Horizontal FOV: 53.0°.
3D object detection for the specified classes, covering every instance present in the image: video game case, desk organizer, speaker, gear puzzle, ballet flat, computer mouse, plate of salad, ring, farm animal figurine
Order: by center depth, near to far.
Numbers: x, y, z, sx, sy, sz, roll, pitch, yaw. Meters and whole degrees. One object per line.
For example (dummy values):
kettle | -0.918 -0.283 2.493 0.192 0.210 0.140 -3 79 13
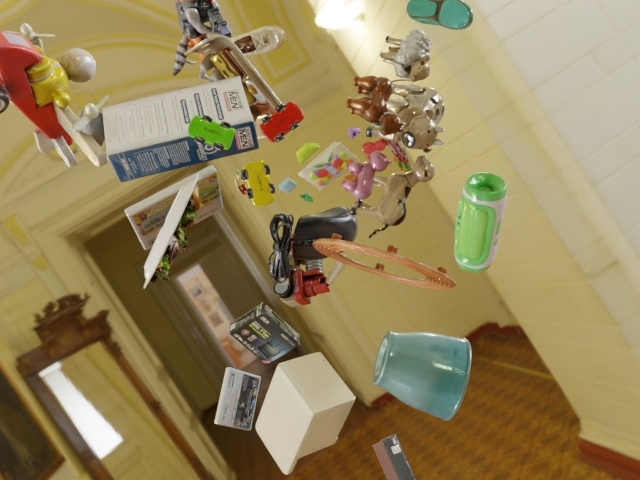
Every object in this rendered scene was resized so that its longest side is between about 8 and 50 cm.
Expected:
plate of salad | -0.225 -0.013 1.004 0.199 0.048 0.199 -57 17 27
farm animal figurine | 0.176 -0.213 1.308 0.330 0.172 0.326 83 -152 -47
ring | 0.146 0.048 1.464 0.336 0.337 0.032 148 141 -78
video game case | -0.345 -0.076 1.548 0.227 0.026 0.206 -30 -18 -15
desk organizer | 0.181 0.548 1.565 0.047 0.130 0.050 -11 -25 -32
computer mouse | 0.000 0.000 1.592 0.272 0.188 0.072 -19 34 -34
ballet flat | 0.360 -0.653 1.842 0.087 0.083 0.247 -3 24 -41
speaker | 0.468 -0.049 1.888 0.131 0.131 0.296 -33 -41 -32
video game case | -0.285 0.551 2.225 0.022 0.190 0.173 -4 -23 36
gear puzzle | 0.250 -0.315 2.246 0.044 0.175 0.339 -38 -18 4

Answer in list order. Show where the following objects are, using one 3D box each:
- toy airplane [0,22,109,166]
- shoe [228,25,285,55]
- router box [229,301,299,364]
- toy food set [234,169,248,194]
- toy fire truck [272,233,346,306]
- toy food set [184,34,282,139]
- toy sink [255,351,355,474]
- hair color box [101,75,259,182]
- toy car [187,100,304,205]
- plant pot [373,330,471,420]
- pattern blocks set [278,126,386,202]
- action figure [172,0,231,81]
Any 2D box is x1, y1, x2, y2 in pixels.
toy airplane | -0.680 -0.373 1.643 0.272 0.386 0.384 -41 24 -7
shoe | -0.207 -0.582 1.908 0.219 0.076 0.058 -6 35 25
router box | -0.116 0.196 1.344 0.092 0.122 0.038 -34 31 18
toy food set | -0.261 -0.193 2.139 0.020 0.083 0.082 -13 33 19
toy fire truck | -0.020 0.073 1.970 0.247 0.216 0.158 -11 -27 18
toy food set | -0.234 -0.403 1.729 0.092 0.306 0.220 -46 22 -15
toy sink | -0.037 0.402 1.494 0.131 0.153 0.234 -9 -48 -37
hair color box | -0.340 -0.272 1.563 0.348 0.173 0.105 -15 -34 -5
toy car | -0.174 -0.212 1.390 0.053 0.225 0.238 178 111 -82
plant pot | 0.313 0.412 2.061 0.271 0.255 0.271 -164 90 -87
pattern blocks set | 0.031 -0.241 2.091 0.285 0.026 0.325 16 -50 -43
action figure | -0.411 -0.702 2.146 0.179 0.341 0.330 -10 -52 -19
